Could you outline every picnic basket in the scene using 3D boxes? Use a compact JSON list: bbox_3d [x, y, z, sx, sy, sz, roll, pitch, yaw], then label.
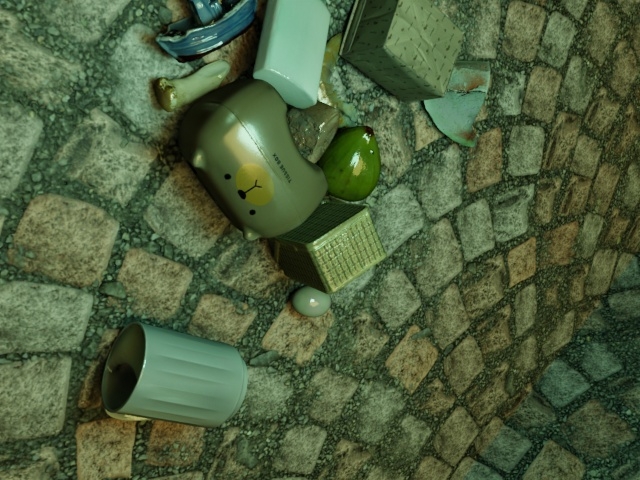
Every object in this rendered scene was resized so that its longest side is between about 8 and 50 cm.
[{"bbox_3d":[0.000,0.000,1.638,0.228,0.313,0.175,-33,112,-21],"label":"picnic basket"}]

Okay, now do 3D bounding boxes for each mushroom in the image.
[{"bbox_3d":[-0.320,-0.396,1.430,0.209,0.084,0.071,-34,165,-28],"label":"mushroom"}]

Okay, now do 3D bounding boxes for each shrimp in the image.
[{"bbox_3d":[0.034,-0.463,1.669,0.185,0.068,0.286,-10,101,-37],"label":"shrimp"}]

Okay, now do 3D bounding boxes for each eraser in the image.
[{"bbox_3d":[-0.068,-0.514,1.474,0.189,0.104,0.289,28,64,-46],"label":"eraser"}]

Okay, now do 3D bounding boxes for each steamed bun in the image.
[{"bbox_3d":[-0.040,-0.313,1.598,0.175,0.145,0.106,-65,166,16],"label":"steamed bun"}]

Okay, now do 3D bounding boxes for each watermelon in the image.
[{"bbox_3d":[0.503,-0.490,1.886,0.289,0.214,0.319,-46,114,-16],"label":"watermelon"}]

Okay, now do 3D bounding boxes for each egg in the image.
[{"bbox_3d":[-0.028,0.194,1.806,0.135,0.103,0.103,7,101,-36],"label":"egg"}]

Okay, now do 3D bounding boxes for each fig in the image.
[{"bbox_3d":[0.096,-0.233,1.677,0.203,0.203,0.225,-1,143,-35],"label":"fig"}]

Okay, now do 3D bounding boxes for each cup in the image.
[{"bbox_3d":[-0.409,0.397,1.545,0.327,0.236,0.323,25,120,-38],"label":"cup"}]

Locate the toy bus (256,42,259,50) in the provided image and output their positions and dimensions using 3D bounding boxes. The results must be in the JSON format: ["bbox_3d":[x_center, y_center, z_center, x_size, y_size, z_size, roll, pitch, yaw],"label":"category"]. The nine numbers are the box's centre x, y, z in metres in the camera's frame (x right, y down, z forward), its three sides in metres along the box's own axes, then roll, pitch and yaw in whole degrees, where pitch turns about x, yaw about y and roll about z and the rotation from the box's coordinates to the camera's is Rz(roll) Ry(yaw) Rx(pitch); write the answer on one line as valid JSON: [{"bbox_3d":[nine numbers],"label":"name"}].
[{"bbox_3d":[-0.125,-0.458,1.551,0.072,0.057,0.171,-19,114,-26],"label":"toy bus"}]

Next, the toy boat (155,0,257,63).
[{"bbox_3d":[-0.267,-0.548,1.370,0.309,0.129,0.142,-39,138,-20],"label":"toy boat"}]

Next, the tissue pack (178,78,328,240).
[{"bbox_3d":[-0.184,-0.194,1.461,0.277,0.267,0.387,-41,124,-17],"label":"tissue pack"}]

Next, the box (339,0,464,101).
[{"bbox_3d":[0.242,-0.578,1.664,0.297,0.190,0.225,23,81,-38],"label":"box"}]
